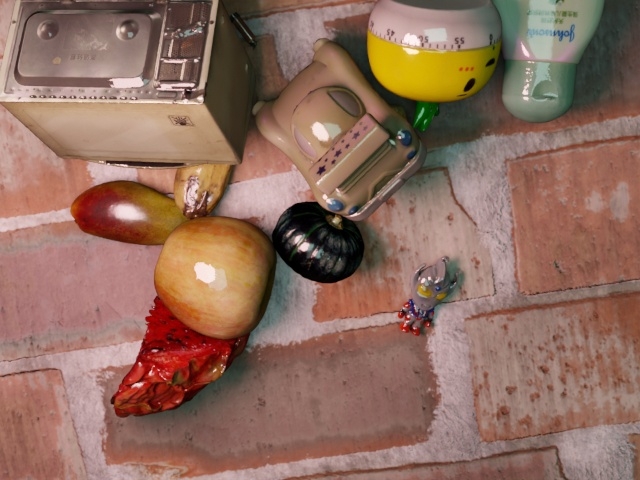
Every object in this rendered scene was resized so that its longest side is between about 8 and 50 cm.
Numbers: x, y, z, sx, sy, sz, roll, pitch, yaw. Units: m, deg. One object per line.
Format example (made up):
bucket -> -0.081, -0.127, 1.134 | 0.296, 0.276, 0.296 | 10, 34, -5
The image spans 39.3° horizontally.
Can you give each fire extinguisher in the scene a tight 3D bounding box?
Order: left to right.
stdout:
fire extinguisher -> -0.160, -0.436, 1.870 | 0.028, 0.022, 0.083 | -41, 99, -27

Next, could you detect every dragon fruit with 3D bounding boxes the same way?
dragon fruit -> -0.303, 0.304, 1.876 | 0.228, 0.329, 0.286 | 22, 100, -8

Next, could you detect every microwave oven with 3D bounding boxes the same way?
microwave oven -> -0.353, -0.309, 1.718 | 0.395, 0.333, 0.247 | 3, 72, 10

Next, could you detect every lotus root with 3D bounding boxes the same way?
lotus root -> -0.237, -0.166, 1.892 | 0.110, 0.097, 0.258 | 20, 91, -27

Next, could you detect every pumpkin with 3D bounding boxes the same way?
pumpkin -> 0.000, 0.000, 1.860 | 0.202, 0.202, 0.140 | 30, 118, -3

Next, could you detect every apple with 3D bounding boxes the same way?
apple -> -0.217, 0.074, 1.855 | 0.234, 0.257, 0.256 | 10, 101, 3

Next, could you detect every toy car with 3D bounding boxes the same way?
toy car -> 0.017, -0.224, 1.740 | 0.242, 0.226, 0.336 | -44, 60, 12

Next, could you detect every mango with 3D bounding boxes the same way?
mango -> -0.400, -0.059, 1.912 | 0.268, 0.111, 0.133 | 8, 90, -5

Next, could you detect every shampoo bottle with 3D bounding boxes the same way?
shampoo bottle -> 0.444, -0.410, 1.785 | 0.222, 0.151, 0.349 | 3, 102, 0

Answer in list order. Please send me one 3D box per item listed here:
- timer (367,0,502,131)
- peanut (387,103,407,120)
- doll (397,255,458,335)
timer -> 0.218, -0.346, 1.764 | 0.285, 0.285, 0.285 | 0, 101, 3
peanut -> 0.096, -0.218, 1.872 | 0.193, 0.089, 0.089 | -42, 96, 9
doll -> 0.231, 0.117, 1.942 | 0.104, 0.062, 0.194 | 24, 108, -1
